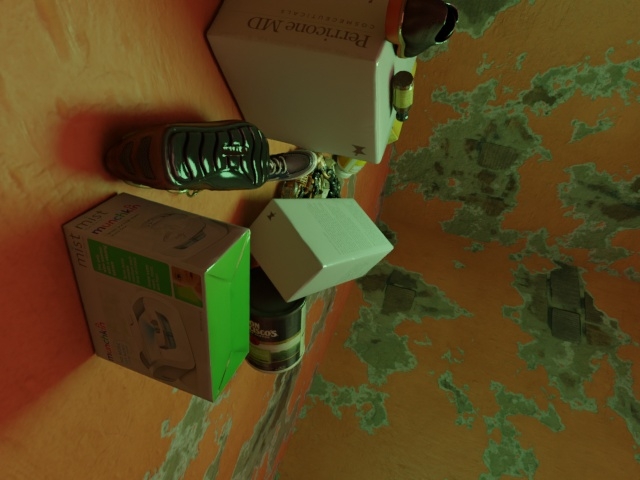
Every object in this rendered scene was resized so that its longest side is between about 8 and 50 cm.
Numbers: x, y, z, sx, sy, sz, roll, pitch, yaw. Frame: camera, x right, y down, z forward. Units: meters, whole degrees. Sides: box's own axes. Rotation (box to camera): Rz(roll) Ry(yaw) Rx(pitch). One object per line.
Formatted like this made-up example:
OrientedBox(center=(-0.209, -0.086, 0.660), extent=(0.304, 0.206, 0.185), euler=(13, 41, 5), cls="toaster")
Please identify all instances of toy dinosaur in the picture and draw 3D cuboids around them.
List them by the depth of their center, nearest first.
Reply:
OrientedBox(center=(-0.020, -0.225, 1.438), extent=(0.322, 0.164, 0.218), euler=(-47, 141, -17), cls="toy dinosaur")

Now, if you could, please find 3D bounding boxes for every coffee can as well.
OrientedBox(center=(-0.142, 0.237, 1.320), extent=(0.201, 0.202, 0.275), euler=(-61, 161, -45), cls="coffee can")

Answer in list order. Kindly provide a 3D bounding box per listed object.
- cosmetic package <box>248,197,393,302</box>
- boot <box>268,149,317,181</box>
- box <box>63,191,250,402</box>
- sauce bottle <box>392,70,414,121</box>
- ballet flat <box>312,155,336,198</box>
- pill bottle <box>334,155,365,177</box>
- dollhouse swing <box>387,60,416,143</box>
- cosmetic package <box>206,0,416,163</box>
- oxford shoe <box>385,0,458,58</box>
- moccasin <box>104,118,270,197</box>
OrientedBox(center=(0.012, 0.009, 1.309), extent=(0.161, 0.230, 0.453), euler=(-46, 161, 26), cls="cosmetic package")
OrientedBox(center=(-0.106, -0.170, 1.043), extent=(0.086, 0.190, 0.069), euler=(-26, 103, -70), cls="boot")
OrientedBox(center=(-0.237, 0.085, 0.687), extent=(0.127, 0.231, 0.262), euler=(-55, 157, -53), cls="box")
OrientedBox(center=(0.164, -0.285, 0.886), extent=(0.128, 0.042, 0.042), euler=(65, 43, -72), cls="sauce bottle")
OrientedBox(center=(0.017, -0.223, 1.733), extent=(0.073, 0.067, 0.206), euler=(-42, 146, -68), cls="ballet flat")
OrientedBox(center=(0.141, -0.354, 1.863), extent=(0.208, 0.118, 0.117), euler=(-47, -166, 53), cls="pill bottle")
OrientedBox(center=(0.153, -0.544, 1.622), extent=(0.315, 0.305, 0.346), euler=(38, 62, -48), cls="dollhouse swing")
OrientedBox(center=(0.027, -0.438, 0.950), extent=(0.327, 0.330, 0.393), euler=(72, 36, -67), cls="cosmetic package")
OrientedBox(center=(0.185, -0.362, 0.764), extent=(0.271, 0.098, 0.096), euler=(-43, 145, -62), cls="oxford shoe")
OrientedBox(center=(-0.207, -0.142, 0.793), extent=(0.380, 0.147, 0.139), euler=(-37, 126, -63), cls="moccasin")
